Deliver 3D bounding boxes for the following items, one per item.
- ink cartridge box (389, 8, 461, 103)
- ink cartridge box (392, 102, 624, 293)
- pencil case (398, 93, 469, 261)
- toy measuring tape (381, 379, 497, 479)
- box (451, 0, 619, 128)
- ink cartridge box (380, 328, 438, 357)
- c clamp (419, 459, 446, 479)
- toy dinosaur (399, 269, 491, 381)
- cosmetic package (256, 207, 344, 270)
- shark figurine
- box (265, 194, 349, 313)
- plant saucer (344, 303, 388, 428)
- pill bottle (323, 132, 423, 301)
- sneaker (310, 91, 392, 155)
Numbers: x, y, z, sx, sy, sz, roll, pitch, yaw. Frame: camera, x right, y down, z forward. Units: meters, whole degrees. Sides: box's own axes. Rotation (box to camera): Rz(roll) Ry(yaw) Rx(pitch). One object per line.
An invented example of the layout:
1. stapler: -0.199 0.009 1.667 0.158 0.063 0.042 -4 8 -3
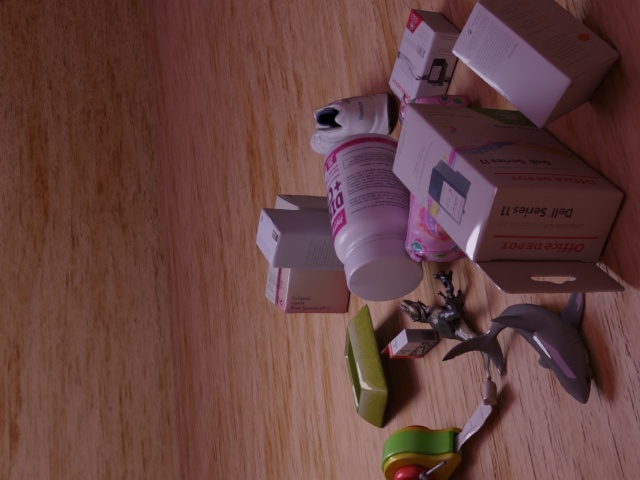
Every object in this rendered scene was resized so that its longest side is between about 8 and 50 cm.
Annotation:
1. ink cartridge box: 0.186 -0.319 1.795 0.109 0.063 0.150 -119 38 -51
2. ink cartridge box: 0.266 -0.067 1.399 0.353 0.207 0.119 -124 41 -53
3. pencil case: 0.194 -0.106 1.684 0.124 0.124 0.284 160 109 -66
4. toy measuring tape: 0.179 0.331 1.676 0.330 0.121 0.121 114 149 -42
5. box: 0.291 -0.255 1.374 0.170 0.130 0.091 46 138 18
6. ink cartridge box: 0.158 0.193 1.816 0.115 0.062 0.029 126 141 -55
7. c clamp: 0.205 0.443 1.644 0.161 0.022 0.137 52 137 0
8. toy dinosaur: 0.217 0.124 1.689 0.268 0.064 0.118 -142 41 -59
9. cosmetic package: 0.000 0.000 1.992 0.117 0.231 0.085 -128 45 -57
10. shark figurine: 0.282 0.131 1.471 0.278 0.116 0.166 -174 88 -65
11. box: -0.018 0.029 2.140 0.127 0.148 0.232 -147 61 -63
12. plant saucer: 0.082 0.246 1.939 0.188 0.045 0.188 92 168 -59
13. pill bottle: 0.097 -0.043 1.822 0.160 0.160 0.283 118 152 -46
14. sneaker: 0.035 -0.241 2.064 0.297 0.129 0.111 153 114 -66
